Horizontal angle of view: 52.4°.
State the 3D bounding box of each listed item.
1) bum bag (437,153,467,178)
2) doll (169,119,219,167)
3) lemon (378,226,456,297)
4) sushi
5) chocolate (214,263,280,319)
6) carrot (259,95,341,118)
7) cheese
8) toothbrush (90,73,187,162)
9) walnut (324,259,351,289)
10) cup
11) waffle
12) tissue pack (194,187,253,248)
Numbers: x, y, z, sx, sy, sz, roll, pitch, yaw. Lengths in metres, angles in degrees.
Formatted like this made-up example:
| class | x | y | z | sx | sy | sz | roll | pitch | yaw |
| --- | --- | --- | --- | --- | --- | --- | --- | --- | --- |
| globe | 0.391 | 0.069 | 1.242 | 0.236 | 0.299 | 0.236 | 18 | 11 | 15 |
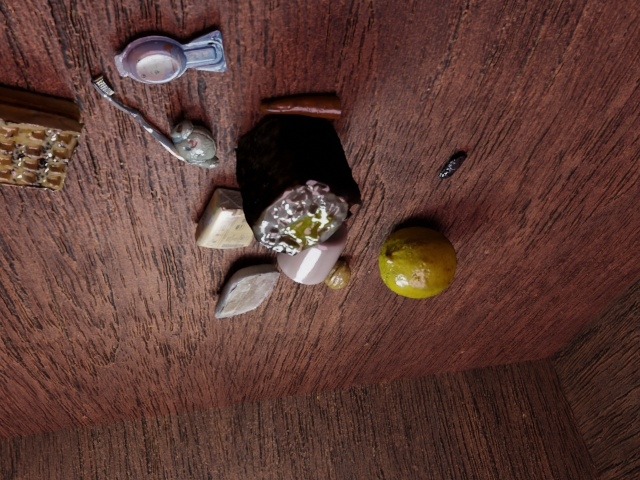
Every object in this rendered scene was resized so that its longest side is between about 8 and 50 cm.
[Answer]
| class | x | y | z | sx | sy | sz | roll | pitch | yaw |
| --- | --- | --- | --- | --- | --- | --- | --- | --- | --- |
| bum bag | 0.418 | -0.233 | 2.060 | 0.057 | 0.034 | 0.124 | -12 | 152 | -30 |
| doll | -0.328 | -0.252 | 1.707 | 0.103 | 0.072 | 0.214 | -5 | 158 | 9 |
| lemon | 0.352 | 0.079 | 2.320 | 0.310 | 0.258 | 0.258 | -1 | 147 | -28 |
| sushi | -0.060 | -0.158 | 1.746 | 0.299 | 0.294 | 0.281 | -27 | 143 | 18 |
| chocolate | -0.278 | 0.174 | 2.372 | 0.185 | 0.101 | 0.303 | -6 | 152 | -32 |
| carrot | -0.054 | -0.345 | 1.681 | 0.209 | 0.061 | 0.061 | -2 | 147 | -13 |
| cheese | -0.338 | -0.410 | 1.466 | 0.244 | 0.052 | 0.135 | -10 | 148 | -6 |
| toothbrush | -0.440 | -0.292 | 1.637 | 0.037 | 0.028 | 0.375 | -29 | 146 | 10 |
| walnut | 0.064 | 0.126 | 2.434 | 0.105 | 0.105 | 0.124 | 11 | 130 | -34 |
| cup | 0.000 | 0.000 | 2.150 | 0.252 | 0.191 | 0.200 | -27 | 159 | -41 |
| waffle | -0.768 | -0.240 | 1.510 | 0.376 | 0.114 | 0.261 | 8 | 142 | -31 |
| tissue pack | -0.274 | -0.063 | 2.008 | 0.186 | 0.090 | 0.222 | 2 | 146 | -28 |
